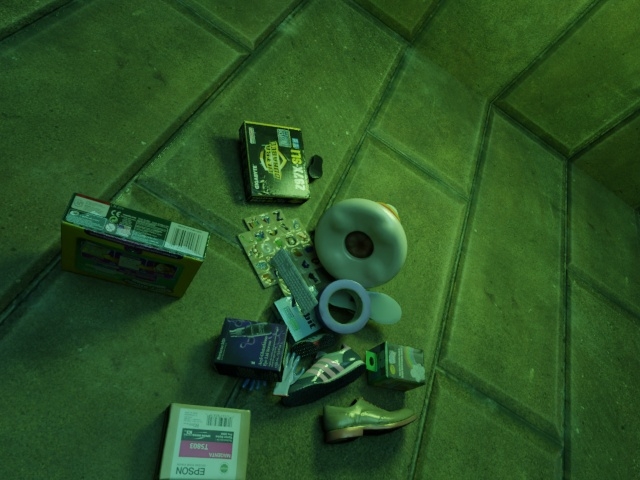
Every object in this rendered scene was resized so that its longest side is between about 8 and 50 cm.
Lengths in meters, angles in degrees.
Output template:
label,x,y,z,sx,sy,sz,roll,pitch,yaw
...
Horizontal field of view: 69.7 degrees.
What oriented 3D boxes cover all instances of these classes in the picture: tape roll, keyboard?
label,x,y,z,sx,sy,sz,roll,pitch,yaw
tape roll,0.077,0.234,1.618,0.189,0.080,0.188,2,79,-12
keyboard,-0.096,0.142,1.634,0.014,0.072,0.256,2,46,-52

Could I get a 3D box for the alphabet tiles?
label,x,y,z,sx,sy,sz,roll,pitch,yaw
alphabet tiles,-0.146,0.040,1.752,0.285,0.011,0.342,-19,72,-37

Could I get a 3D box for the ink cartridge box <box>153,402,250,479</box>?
label,x,y,z,sx,sy,sz,roll,pitch,yaw
ink cartridge box,-0.322,0.567,1.280,0.235,0.088,0.193,14,55,-23

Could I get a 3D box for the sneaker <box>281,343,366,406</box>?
label,x,y,z,sx,sy,sz,roll,pitch,yaw
sneaker,-0.007,0.446,1.541,0.319,0.112,0.131,-13,43,-31

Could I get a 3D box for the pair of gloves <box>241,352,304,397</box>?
label,x,y,z,sx,sy,sz,roll,pitch,yaw
pair of gloves,-0.152,0.414,1.457,0.198,0.023,0.159,7,46,10

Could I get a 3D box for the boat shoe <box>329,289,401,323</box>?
label,x,y,z,sx,sy,sz,roll,pitch,yaw
boat shoe,0.153,0.238,1.737,0.307,0.105,0.113,13,84,-11

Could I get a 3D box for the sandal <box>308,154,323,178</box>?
label,x,y,z,sx,sy,sz,roll,pitch,yaw
sandal,-0.023,-0.315,2.025,0.067,0.040,0.179,32,37,-16

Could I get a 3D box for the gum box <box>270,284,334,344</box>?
label,x,y,z,sx,sy,sz,roll,pitch,yaw
gum box,-0.062,0.261,1.643,0.185,0.041,0.156,-22,74,-36

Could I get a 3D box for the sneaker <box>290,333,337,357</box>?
label,x,y,z,sx,sy,sz,roll,pitch,yaw
sneaker,-0.024,0.363,1.597,0.162,0.075,0.057,-17,83,-8

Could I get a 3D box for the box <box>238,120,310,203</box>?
label,x,y,z,sx,sy,sz,roll,pitch,yaw
box,-0.186,-0.311,1.867,0.257,0.079,0.321,2,72,-30

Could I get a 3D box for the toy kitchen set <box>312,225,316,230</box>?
label,x,y,z,sx,sy,sz,roll,pitch,yaw
toy kitchen set,0.000,0.000,1.850,0.068,0.075,0.083,39,76,-54

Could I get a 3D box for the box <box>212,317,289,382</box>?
label,x,y,z,sx,sy,sz,roll,pitch,yaw
box,-0.209,0.339,1.424,0.207,0.108,0.153,6,55,2

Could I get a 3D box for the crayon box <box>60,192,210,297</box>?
label,x,y,z,sx,sy,sz,roll,pitch,yaw
crayon box,-0.541,0.032,1.336,0.363,0.313,0.106,18,58,-20

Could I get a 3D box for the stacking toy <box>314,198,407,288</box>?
label,x,y,z,sx,sy,sz,roll,pitch,yaw
stacking toy,0.208,-0.050,1.860,0.351,0.350,0.480,44,28,1

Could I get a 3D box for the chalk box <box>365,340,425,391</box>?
label,x,y,z,sx,sy,sz,roll,pitch,yaw
chalk box,0.249,0.450,1.647,0.213,0.132,0.132,17,56,-19

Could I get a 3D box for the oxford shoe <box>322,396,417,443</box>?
label,x,y,z,sx,sy,sz,roll,pitch,yaw
oxford shoe,0.169,0.579,1.530,0.349,0.123,0.130,3,55,-29
